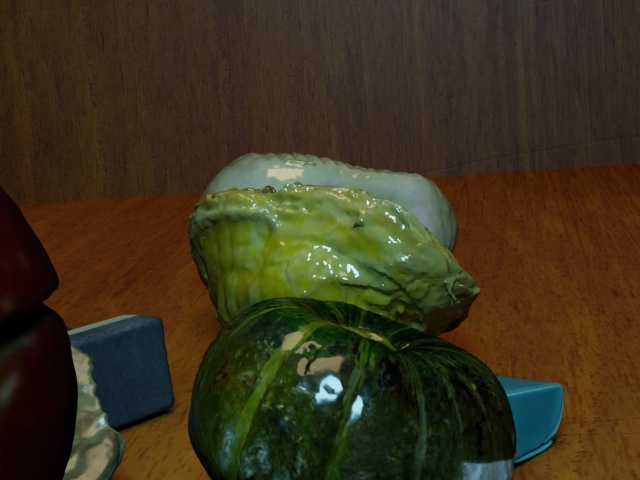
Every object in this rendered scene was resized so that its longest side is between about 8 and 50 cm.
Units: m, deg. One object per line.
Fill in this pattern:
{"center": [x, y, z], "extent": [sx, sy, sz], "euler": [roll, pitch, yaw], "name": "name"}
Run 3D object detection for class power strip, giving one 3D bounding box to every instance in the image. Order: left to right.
{"center": [-0.254, 0.148, 1.380], "extent": [0.070, 0.105, 0.256], "euler": [1, 11, 43], "name": "power strip"}

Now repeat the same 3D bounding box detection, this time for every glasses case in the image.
{"center": [0.071, 0.156, 1.313], "extent": [0.301, 0.070, 0.117], "euler": [1, 2, 39], "name": "glasses case"}

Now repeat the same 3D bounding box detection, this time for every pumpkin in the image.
{"center": [0.014, 0.153, 1.066], "extent": [0.260, 0.189, 0.260], "euler": [18, 4, -1], "name": "pumpkin"}

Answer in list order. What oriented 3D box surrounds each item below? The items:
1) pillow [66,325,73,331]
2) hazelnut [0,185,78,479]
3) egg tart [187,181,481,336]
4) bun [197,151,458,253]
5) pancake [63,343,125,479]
{"center": [-0.406, 0.123, 1.594], "extent": [0.249, 0.106, 0.186], "euler": [1, 4, 19], "name": "pillow"}
{"center": [-0.373, 0.106, 0.973], "extent": [0.402, 0.402, 0.429], "euler": [-13, 26, -39], "name": "hazelnut"}
{"center": [0.008, 0.063, 1.512], "extent": [0.351, 0.153, 0.339], "euler": [9, -21, 22], "name": "egg tart"}
{"center": [0.000, 0.000, 1.806], "extent": [0.361, 0.213, 0.361], "euler": [8, 0, 0], "name": "bun"}
{"center": [-0.281, 0.167, 1.198], "extent": [0.222, 0.042, 0.236], "euler": [-32, 55, -30], "name": "pancake"}
